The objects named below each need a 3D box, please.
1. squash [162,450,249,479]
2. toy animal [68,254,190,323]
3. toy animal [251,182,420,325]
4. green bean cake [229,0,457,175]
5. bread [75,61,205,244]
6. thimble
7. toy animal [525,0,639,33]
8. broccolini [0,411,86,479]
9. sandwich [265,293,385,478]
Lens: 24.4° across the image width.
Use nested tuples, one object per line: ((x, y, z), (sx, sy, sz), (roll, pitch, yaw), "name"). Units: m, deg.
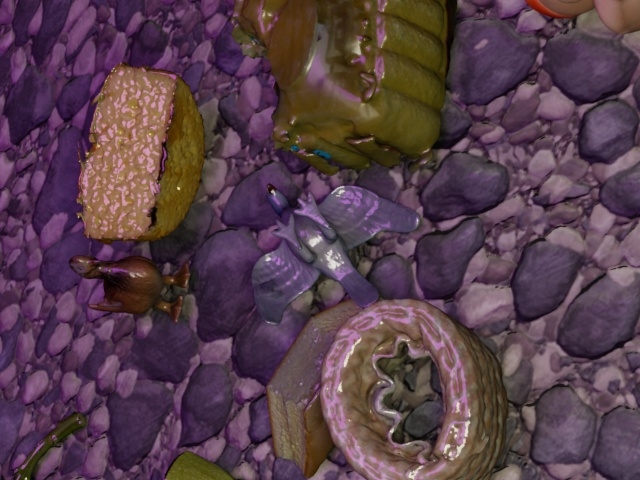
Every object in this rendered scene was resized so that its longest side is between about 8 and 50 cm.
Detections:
((-0.129, 0.338, 1.921), (0.132, 0.105, 0.105), (11, 81, 22), "squash")
((-0.285, 0.061, 2.085), (0.188, 0.179, 0.089), (-26, 53, 60), "toy animal")
((0.000, 0.000, 1.915), (0.239, 0.176, 0.255), (-37, 69, 0), "toy animal")
((0.005, -0.240, 1.938), (0.285, 0.202, 0.310), (-11, 67, 38), "green bean cake")
((-0.250, -0.117, 2.139), (0.160, 0.147, 0.261), (2, 82, 30), "bread")
((0.115, 0.186, 1.718), (0.196, 0.148, 0.229), (-41, 63, 13), "thimble")
((0.325, -0.331, 1.747), (0.197, 0.171, 0.171), (28, 92, 38), "toy animal")
((-0.417, 0.372, 2.155), (0.123, 0.062, 0.271), (39, 97, 30), "broccolini")
((0.008, 0.172, 1.859), (0.094, 0.096, 0.258), (34, 94, 46), "sandwich")
